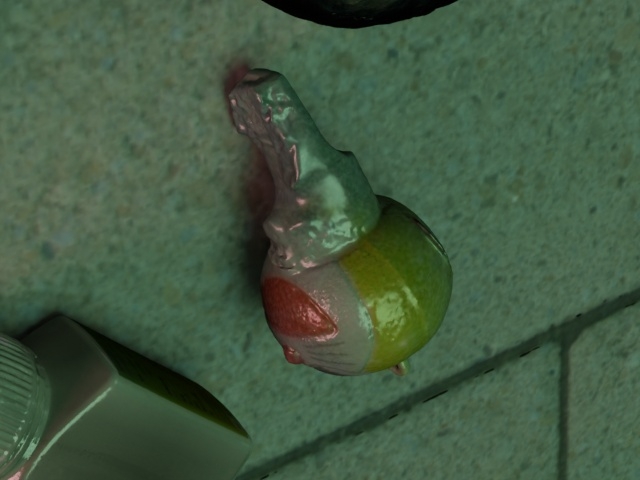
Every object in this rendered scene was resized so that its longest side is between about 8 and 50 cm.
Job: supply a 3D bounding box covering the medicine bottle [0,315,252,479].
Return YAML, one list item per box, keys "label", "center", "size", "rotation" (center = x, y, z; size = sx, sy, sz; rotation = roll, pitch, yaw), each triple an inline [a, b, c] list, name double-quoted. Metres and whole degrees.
- label: "medicine bottle"
  center: [-0.149, 0.120, 0.927]
  size: [0.188, 0.088, 0.132]
  rotation: [34, 94, -43]

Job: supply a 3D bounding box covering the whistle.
- label: "whistle"
  center: [0.000, 0.000, 0.954]
  size: [0.123, 0.123, 0.223]
  rotation: [-36, 119, -13]

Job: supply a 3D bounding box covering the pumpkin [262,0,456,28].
- label: "pumpkin"
  center: [0.029, -0.220, 0.799]
  size: [0.233, 0.163, 0.233]
  rotation: [-15, 121, -27]
